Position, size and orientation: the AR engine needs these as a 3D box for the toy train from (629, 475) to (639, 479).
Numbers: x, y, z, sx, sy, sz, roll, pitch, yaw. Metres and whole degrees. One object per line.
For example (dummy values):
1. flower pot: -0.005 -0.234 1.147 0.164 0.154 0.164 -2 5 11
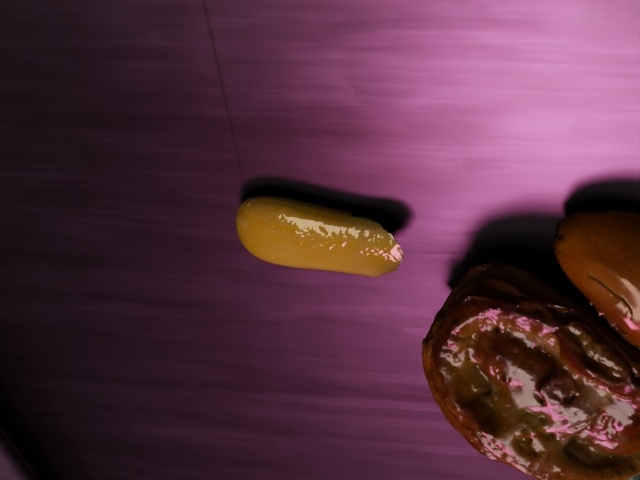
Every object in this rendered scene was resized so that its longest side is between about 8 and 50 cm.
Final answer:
1. toy train: 0.351 0.268 1.536 0.159 0.101 0.248 6 141 43

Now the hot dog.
1. hot dog: 0.219 0.134 1.377 0.259 0.114 0.175 30 117 3

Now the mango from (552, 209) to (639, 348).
1. mango: 0.275 0.035 1.294 0.159 0.084 0.105 33 135 -14

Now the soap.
1. soap: 0.000 0.000 1.420 0.168 0.033 0.089 12 143 12
